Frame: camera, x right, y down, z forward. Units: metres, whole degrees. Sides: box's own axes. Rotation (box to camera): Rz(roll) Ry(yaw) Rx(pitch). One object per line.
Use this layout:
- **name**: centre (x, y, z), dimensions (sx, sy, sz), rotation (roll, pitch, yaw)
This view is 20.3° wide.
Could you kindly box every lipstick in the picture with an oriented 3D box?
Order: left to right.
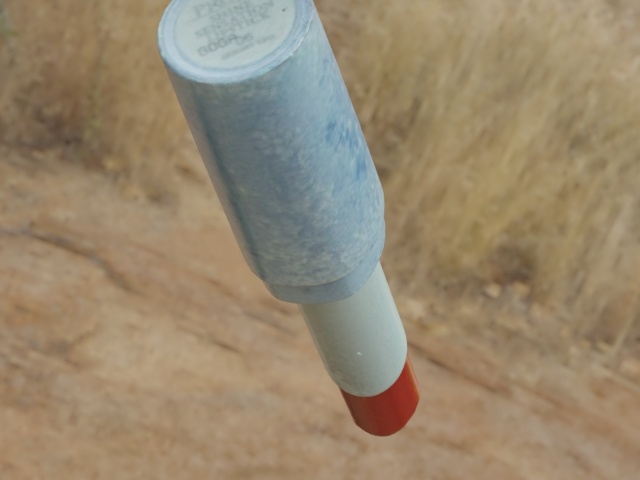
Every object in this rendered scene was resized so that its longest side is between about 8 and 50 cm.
- **lipstick**: centre (0.000, 0.000, 0.738), dimensions (0.061, 0.274, 0.068), rotation (-4, 54, 14)
